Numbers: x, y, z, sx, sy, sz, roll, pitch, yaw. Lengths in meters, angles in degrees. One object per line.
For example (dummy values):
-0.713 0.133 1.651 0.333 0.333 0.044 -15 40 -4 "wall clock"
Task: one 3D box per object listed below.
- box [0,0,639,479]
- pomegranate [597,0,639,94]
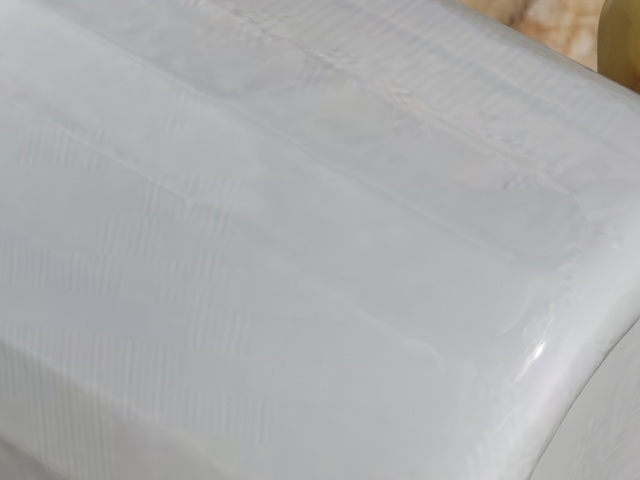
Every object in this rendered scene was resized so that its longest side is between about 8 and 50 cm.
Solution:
0.022 0.010 0.537 0.206 0.262 0.291 29 80 32 "box"
0.316 -0.098 1.245 0.307 0.307 0.307 -6 40 5 "pomegranate"
